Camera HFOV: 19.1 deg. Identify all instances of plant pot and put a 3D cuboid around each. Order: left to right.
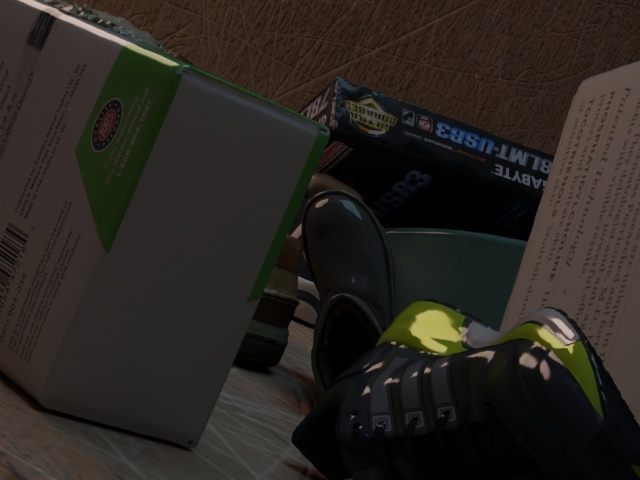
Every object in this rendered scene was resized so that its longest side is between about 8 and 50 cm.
[{"bbox_3d":[0.159,0.068,1.974,0.234,0.165,0.166,15,2,16],"label":"plant pot"}]

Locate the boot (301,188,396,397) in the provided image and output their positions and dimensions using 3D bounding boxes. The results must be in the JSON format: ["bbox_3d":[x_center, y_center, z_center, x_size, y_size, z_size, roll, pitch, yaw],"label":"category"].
[{"bbox_3d":[0.018,0.049,1.434,0.076,0.189,0.208,-19,-4,11],"label":"boot"}]

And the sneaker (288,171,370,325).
[{"bbox_3d":[0.000,0.000,1.985,0.094,0.153,0.235,24,4,2],"label":"sneaker"}]

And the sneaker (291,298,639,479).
[{"bbox_3d":[0.081,0.110,1.044,0.111,0.121,0.300,57,-17,-10],"label":"sneaker"}]

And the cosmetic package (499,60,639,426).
[{"bbox_3d":[0.366,0.055,1.445,0.329,0.327,0.394,22,-10,-14],"label":"cosmetic package"}]

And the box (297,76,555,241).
[{"bbox_3d":[0.072,-0.045,2.064,0.293,0.073,0.295,18,-30,-24],"label":"box"}]

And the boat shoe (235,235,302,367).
[{"bbox_3d":[-0.129,-0.006,1.548,0.324,0.120,0.122,26,4,38],"label":"boat shoe"}]

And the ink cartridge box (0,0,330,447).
[{"bbox_3d":[-0.142,-0.025,1.128,0.115,0.198,0.273,20,5,-36],"label":"ink cartridge box"}]

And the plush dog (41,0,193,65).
[{"bbox_3d":[-0.197,-0.113,1.366,0.262,0.210,0.225,-9,10,-40],"label":"plush dog"}]
